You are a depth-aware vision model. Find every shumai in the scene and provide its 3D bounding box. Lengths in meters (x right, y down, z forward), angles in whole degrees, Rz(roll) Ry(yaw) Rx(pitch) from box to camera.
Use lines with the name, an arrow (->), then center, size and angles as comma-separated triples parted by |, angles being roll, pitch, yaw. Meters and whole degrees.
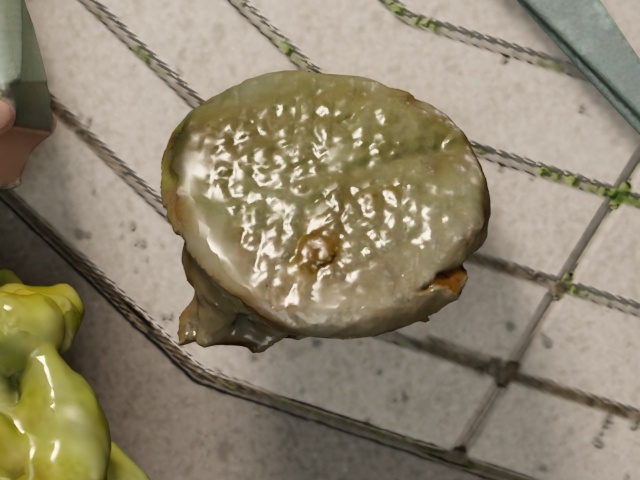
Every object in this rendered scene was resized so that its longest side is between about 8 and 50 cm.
shumai -> 0.000, 0.000, 1.163 | 0.201, 0.201, 0.120 | 10, 144, 6

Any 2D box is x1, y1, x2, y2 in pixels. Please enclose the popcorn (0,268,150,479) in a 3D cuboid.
popcorn -> -0.257, 0.122, 1.142 | 0.312, 0.312, 0.312 | 2, 102, 8

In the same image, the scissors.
scissors -> 0.077, -0.224, 1.150 | 0.192, 0.029, 0.447 | -38, 94, 14

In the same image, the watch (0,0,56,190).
watch -> -0.295, -0.145, 1.175 | 0.253, 0.162, 0.241 | -3, 88, 7
